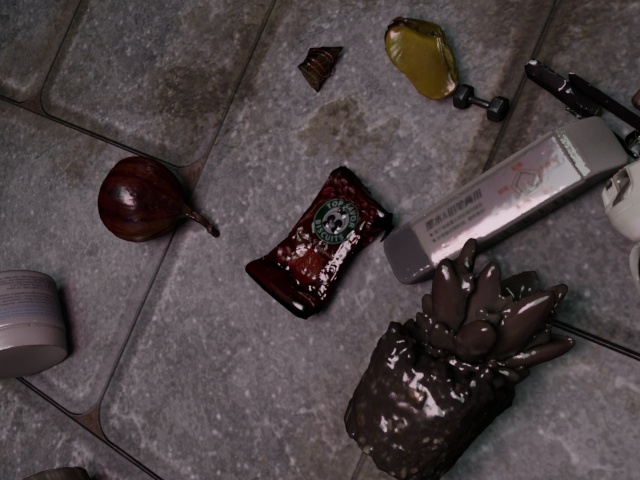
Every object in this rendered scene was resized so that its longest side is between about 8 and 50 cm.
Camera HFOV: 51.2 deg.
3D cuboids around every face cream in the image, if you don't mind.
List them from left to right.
[{"bbox_3d":[-0.568,0.156,1.234,0.177,0.177,0.153,-27,66,18],"label":"face cream"}]

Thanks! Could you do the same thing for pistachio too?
[{"bbox_3d":[0.169,-0.292,1.054,0.089,0.049,0.173,-50,62,32],"label":"pistachio"}]

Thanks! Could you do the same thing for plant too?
[{"bbox_3d":[0.182,0.161,0.875,0.194,0.181,0.321,37,100,27],"label":"plant"}]

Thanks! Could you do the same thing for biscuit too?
[{"bbox_3d":[0.003,0.004,1.057,0.151,0.063,0.235,42,95,27],"label":"biscuit"}]

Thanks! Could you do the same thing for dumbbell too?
[{"bbox_3d":[0.241,-0.208,1.007,0.083,0.036,0.040,28,91,28],"label":"dumbbell"}]

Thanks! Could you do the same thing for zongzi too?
[{"bbox_3d":[0.005,-0.308,1.136,0.073,0.067,0.083,-10,57,31],"label":"zongzi"}]

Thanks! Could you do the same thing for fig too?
[{"bbox_3d":[-0.305,-0.068,1.170,0.202,0.149,0.148,17,124,41],"label":"fig"}]

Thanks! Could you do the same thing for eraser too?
[{"bbox_3d":[0.248,-0.050,0.939,0.352,0.061,0.089,-33,67,23],"label":"eraser"}]

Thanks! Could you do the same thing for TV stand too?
[{"bbox_3d":[0.388,-0.179,0.930,0.042,0.036,0.249,-49,63,9],"label":"TV stand"}]

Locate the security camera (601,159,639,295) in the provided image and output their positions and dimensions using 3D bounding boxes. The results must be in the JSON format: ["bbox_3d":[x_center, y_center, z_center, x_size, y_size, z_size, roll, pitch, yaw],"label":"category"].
[{"bbox_3d":[0.456,0.011,0.771,0.194,0.194,0.236,-22,73,20],"label":"security camera"}]

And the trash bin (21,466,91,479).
[{"bbox_3d":[-0.405,0.533,1.057,0.252,0.203,0.301,-36,63,-6],"label":"trash bin"}]

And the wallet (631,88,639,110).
[{"bbox_3d":[0.506,-0.209,0.880,0.153,0.038,0.118,-47,61,8],"label":"wallet"}]
